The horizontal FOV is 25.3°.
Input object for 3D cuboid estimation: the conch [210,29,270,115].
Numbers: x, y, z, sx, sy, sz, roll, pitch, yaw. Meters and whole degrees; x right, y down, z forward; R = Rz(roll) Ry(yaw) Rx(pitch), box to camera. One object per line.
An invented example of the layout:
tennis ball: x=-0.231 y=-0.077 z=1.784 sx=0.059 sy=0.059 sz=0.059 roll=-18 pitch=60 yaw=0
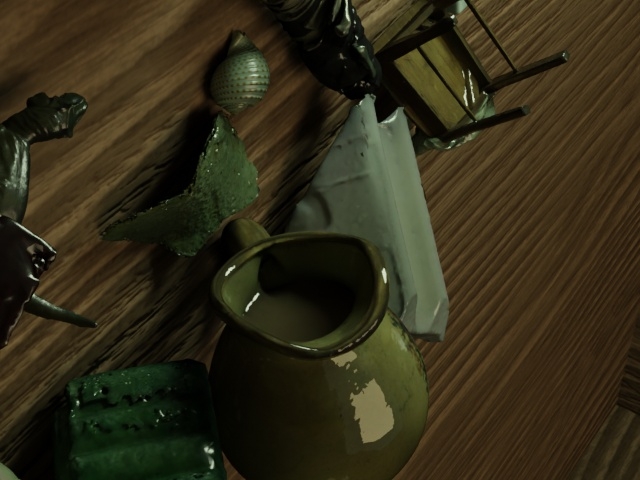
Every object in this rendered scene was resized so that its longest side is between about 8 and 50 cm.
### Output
conch: x=-0.079 y=-0.171 z=1.489 sx=0.085 sy=0.057 sz=0.076 roll=-65 pitch=169 yaw=-1

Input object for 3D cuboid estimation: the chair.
chair: x=0.141 y=-0.202 z=1.836 sx=0.186 sy=0.319 sz=0.160 roll=51 pitch=52 yaw=-14

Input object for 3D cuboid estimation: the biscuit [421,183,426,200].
biscuit: x=0.090 y=0.005 z=2.023 sx=0.212 sy=0.036 sz=0.212 roll=-47 pitch=149 yaw=-40

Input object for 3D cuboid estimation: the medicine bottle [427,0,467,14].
medicine bottle: x=0.174 y=-0.361 z=1.839 sx=0.074 sy=0.055 sz=0.118 roll=-51 pitch=153 yaw=-30

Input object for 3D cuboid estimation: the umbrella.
umbrella: x=0.014 y=-0.242 z=1.553 sx=0.357 sy=0.106 sz=0.113 roll=46 pitch=54 yaw=-66

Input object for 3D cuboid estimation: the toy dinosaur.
toy dinosaur: x=-0.227 y=-0.044 z=1.136 sx=0.187 sy=0.179 sz=0.087 roll=-63 pitch=157 yaw=-14

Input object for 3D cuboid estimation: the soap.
soap: x=0.000 y=0.000 z=1.762 sx=0.159 sy=0.258 sz=0.302 roll=-1 pitch=79 yaw=-64

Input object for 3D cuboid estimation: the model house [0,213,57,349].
model house: x=-0.307 y=0.034 z=1.023 sx=0.164 sy=0.203 sz=0.141 roll=-55 pitch=-160 yaw=22

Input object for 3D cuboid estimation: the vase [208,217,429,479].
vase: x=-0.031 y=0.101 z=1.547 sx=0.241 sy=0.329 sz=0.302 roll=-25 pitch=134 yaw=-12

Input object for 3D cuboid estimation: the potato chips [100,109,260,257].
potato chips: x=-0.135 y=-0.047 z=1.481 sx=0.228 sy=0.059 sz=0.167 roll=-49 pitch=161 yaw=-34

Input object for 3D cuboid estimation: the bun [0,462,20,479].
bun: x=-0.327 y=0.341 z=1.273 sx=0.293 sy=0.187 sz=0.293 roll=-49 pitch=151 yaw=-40

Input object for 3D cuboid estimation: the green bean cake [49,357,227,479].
green bean cake: x=-0.172 y=0.317 z=1.446 sx=0.300 sy=0.169 sz=0.307 roll=-107 pitch=-169 yaw=-48
